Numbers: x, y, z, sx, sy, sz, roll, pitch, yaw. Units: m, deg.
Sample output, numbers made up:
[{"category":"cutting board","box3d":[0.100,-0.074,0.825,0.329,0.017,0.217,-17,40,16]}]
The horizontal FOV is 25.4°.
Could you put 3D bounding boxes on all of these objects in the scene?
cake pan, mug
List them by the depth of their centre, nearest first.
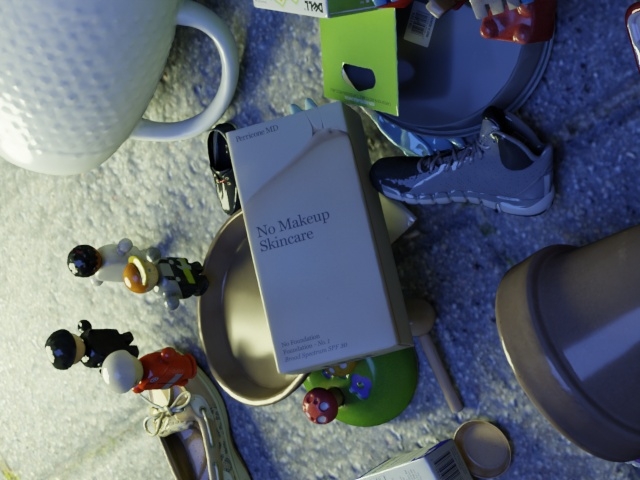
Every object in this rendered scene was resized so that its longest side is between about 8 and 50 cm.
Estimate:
[{"category":"cake pan","box3d":[0.137,-0.266,1.731,0.293,0.054,0.293,7,104,26]},{"category":"mug","box3d":[-0.294,-0.255,1.908,0.374,0.276,0.328,14,122,-6]}]

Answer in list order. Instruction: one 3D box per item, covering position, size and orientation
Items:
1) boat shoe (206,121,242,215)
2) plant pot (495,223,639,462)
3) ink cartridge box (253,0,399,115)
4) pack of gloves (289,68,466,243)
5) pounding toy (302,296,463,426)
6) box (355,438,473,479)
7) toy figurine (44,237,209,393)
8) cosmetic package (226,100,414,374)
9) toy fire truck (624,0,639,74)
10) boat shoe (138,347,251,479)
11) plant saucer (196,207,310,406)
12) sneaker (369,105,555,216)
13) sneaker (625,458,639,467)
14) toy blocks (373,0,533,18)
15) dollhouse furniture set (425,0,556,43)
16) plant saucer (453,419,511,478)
[{"category":"boat shoe","box3d":[-0.133,-0.096,1.970,0.049,0.042,0.133,5,109,28]},{"category":"plant pot","box3d":[0.364,0.080,1.583,0.229,0.263,0.263,-41,82,36]},{"category":"ink cartridge box","box3d":[0.003,-0.276,1.674,0.189,0.097,0.255,23,121,57]},{"category":"pack of gloves","box3d":[0.070,-0.126,1.847,0.195,0.046,0.232,-43,80,19]},{"category":"pounding toy","box3d":[0.049,0.176,1.900,0.237,0.110,0.183,-10,99,33]},{"category":"box","box3d":[0.139,0.348,1.912,0.137,0.072,0.126,-26,90,42]},{"category":"toy figurine","box3d":[-0.278,0.105,2.013,0.213,0.148,0.209,17,99,44]},{"category":"cosmetic package","box3d":[0.000,0.000,1.768,0.160,0.113,0.309,-16,81,13]},{"category":"toy fire truck","box3d":[0.465,-0.137,1.543,0.254,0.169,0.302,-6,104,59]},{"category":"boat shoe","box3d":[-0.188,0.295,2.092,0.105,0.089,0.285,-28,89,35]},{"category":"plant saucer","box3d":[-0.073,0.086,1.932,0.278,0.041,0.277,-7,80,49]},{"category":"sneaker","box3d":[0.174,-0.110,1.719,0.229,0.086,0.132,6,129,8]},{"category":"sneaker","box3d":[0.366,0.200,1.744,0.071,0.068,0.170,-32,87,28]},{"category":"toy blocks","box3d":[0.170,-0.349,1.432,0.381,0.190,0.261,-14,128,16]},{"category":"dollhouse furniture set","box3d":[0.284,-0.369,1.565,0.201,0.152,0.374,47,123,11]},{"category":"plant saucer","box3d":[0.217,0.275,1.886,0.083,0.015,0.083,10,110,29]}]
